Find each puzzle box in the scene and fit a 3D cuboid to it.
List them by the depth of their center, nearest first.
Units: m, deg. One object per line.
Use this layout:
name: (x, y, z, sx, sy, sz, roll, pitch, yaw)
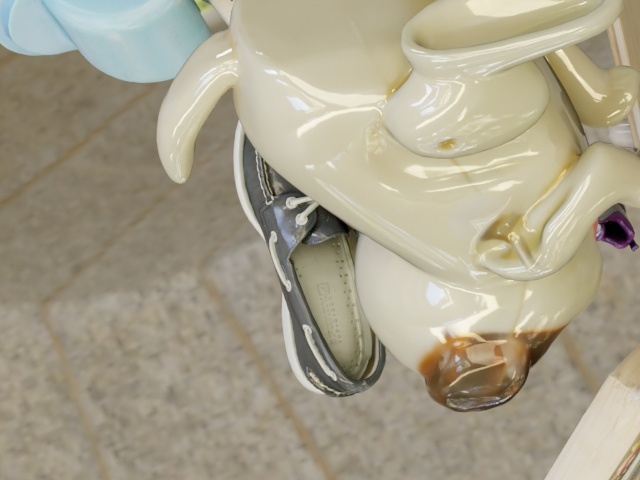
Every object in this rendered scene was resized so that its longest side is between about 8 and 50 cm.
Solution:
puzzle box: (0.282, 0.208, 1.792, 0.052, 0.409, 0.272, 38, -136, 16)

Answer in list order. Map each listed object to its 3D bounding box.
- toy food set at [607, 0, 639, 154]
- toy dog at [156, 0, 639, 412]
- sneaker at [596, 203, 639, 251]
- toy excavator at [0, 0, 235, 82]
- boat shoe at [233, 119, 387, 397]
toy food set: (0.332, -0.234, 2.081, 0.220, 0.092, 0.306, -62, -37, -45)
toy dog: (0.104, -0.047, 1.494, 0.284, 0.395, 0.408, 54, 170, 48)
sneaker: (0.359, -0.050, 2.628, 0.223, 0.083, 0.098, 17, -153, -28)
toy excavator: (-0.120, -0.267, 1.932, 0.445, 0.433, 0.222, 57, 179, 20)
boat shoe: (0.000, 0.000, 1.774, 0.114, 0.091, 0.303, -20, -86, -23)
